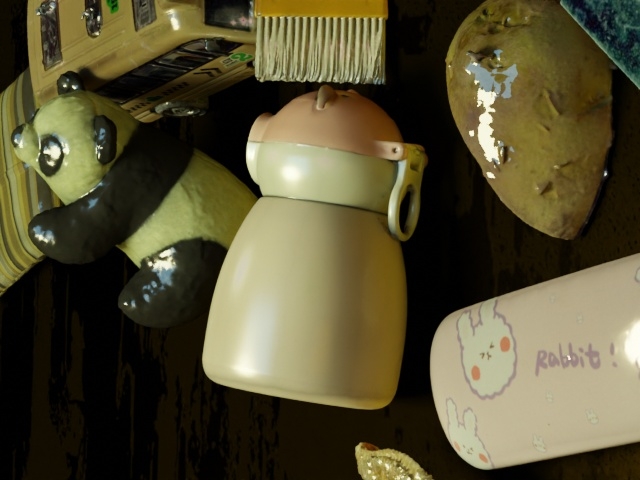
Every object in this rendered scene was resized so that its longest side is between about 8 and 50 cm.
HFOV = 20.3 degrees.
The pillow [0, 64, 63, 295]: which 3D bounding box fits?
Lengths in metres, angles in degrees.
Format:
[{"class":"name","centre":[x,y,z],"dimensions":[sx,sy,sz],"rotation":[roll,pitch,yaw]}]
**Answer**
[{"class":"pillow","centre":[-0.326,-0.057,1.872],"dimensions":[0.212,0.052,0.208],"rotation":[-33,59,49]}]

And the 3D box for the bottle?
[{"class":"bottle","centre":[0.000,0.000,1.338],"dimensions":[0.147,0.148,0.236],"rotation":[6,86,55]}]

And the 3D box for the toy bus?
[{"class":"toy bus","centre":[-0.128,-0.193,1.505],"dimensions":[0.289,0.157,0.139],"rotation":[-15,77,54]}]

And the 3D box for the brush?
[{"class":"brush","centre":[0.002,-0.252,1.398],"dimensions":[0.013,0.103,0.272],"rotation":[96,175,-75]}]

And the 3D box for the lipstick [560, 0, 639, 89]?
[{"class":"lipstick","centre":[0.252,-0.070,1.059],"dimensions":[0.312,0.051,0.051],"rotation":[55,130,37]}]

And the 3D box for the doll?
[{"class":"doll","centre":[-0.154,-0.033,1.493],"dimensions":[0.135,0.234,0.143],"rotation":[-51,14,17]}]

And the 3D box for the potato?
[{"class":"potato","centre":[0.135,-0.095,1.187],"dimensions":[0.100,0.089,0.172],"rotation":[-40,55,44]}]

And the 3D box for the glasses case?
[{"class":"glasses case","centre":[0.172,0.076,1.137],"dimensions":[0.297,0.075,0.113],"rotation":[-23,77,53]}]

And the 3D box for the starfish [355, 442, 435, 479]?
[{"class":"starfish","centre":[0.123,0.296,1.187],"dimensions":[0.301,0.084,0.293],"rotation":[3,93,47]}]
